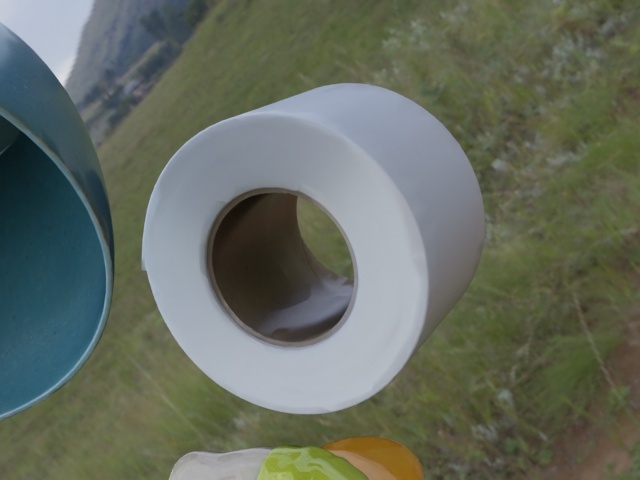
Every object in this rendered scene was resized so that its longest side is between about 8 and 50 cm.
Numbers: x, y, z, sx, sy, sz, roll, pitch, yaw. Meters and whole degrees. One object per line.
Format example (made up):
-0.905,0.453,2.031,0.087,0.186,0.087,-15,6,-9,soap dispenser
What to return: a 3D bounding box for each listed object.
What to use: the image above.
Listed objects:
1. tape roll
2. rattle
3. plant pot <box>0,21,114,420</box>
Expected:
0.000,0.000,0.811,0.246,0.246,0.169,-36,-1,30,tape roll
-0.012,0.194,0.443,0.130,0.199,0.143,-5,-11,6,rattle
-0.267,-0.045,0.602,0.290,0.290,0.195,-37,33,23,plant pot
